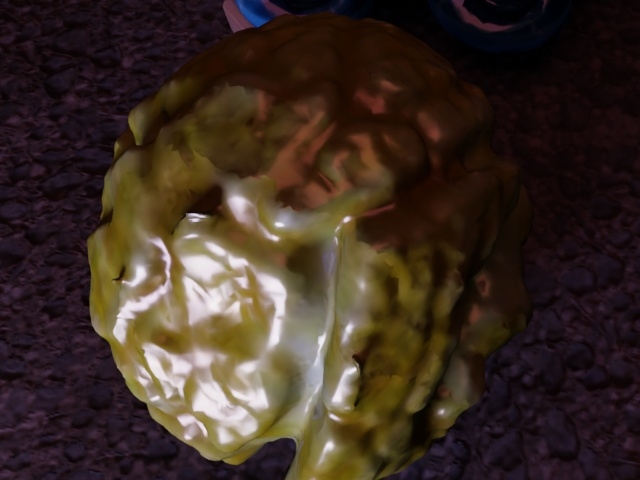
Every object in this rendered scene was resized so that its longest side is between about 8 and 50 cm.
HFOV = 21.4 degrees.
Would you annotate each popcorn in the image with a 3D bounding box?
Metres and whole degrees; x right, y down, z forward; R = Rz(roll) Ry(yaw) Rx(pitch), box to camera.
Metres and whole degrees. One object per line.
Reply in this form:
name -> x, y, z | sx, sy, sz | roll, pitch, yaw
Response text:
popcorn -> -0.002, -0.001, 0.975 | 0.282, 0.282, 0.247 | 32, 46, 24

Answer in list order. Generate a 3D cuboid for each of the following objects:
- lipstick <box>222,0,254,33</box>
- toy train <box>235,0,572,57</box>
lipstick -> -0.011, -0.129, 1.226 | 0.045, 0.045, 0.145 | -37, 62, -8
toy train -> 0.070, -0.276, 1.192 | 0.300, 0.188, 0.265 | 2, 52, 1
